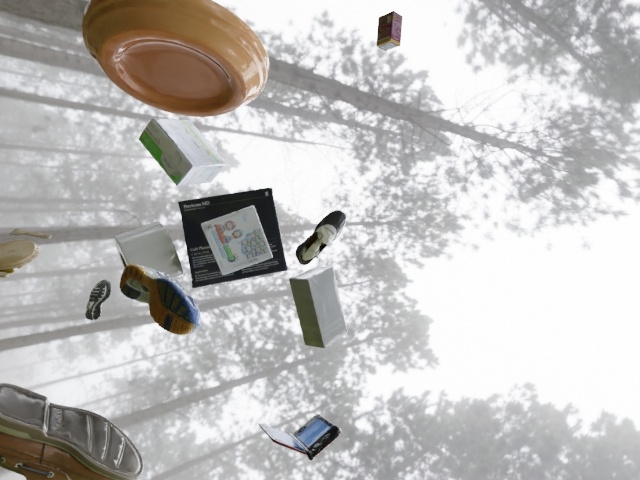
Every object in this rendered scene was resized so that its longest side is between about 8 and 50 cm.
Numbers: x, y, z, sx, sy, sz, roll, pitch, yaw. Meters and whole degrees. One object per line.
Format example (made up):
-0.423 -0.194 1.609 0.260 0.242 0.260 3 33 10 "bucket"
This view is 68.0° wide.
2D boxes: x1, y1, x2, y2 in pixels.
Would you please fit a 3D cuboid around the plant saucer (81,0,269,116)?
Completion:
-0.158 -0.193 0.526 0.200 0.200 0.037 -10 -111 41 "plant saucer"

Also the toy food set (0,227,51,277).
-0.794 0.042 1.223 0.132 0.192 0.039 9 -55 6 "toy food set"

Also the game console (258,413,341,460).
-0.046 0.393 0.997 0.085 0.124 0.144 58 -20 -6 "game console"

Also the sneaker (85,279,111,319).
-0.498 0.125 1.057 0.109 0.040 0.044 -56 -143 22 "sneaker"

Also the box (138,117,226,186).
-0.557 -0.364 1.937 0.127 0.231 0.262 -44 -98 25 "box"

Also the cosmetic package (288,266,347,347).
-0.006 0.213 1.540 0.107 0.127 0.238 -6 -80 46 "cosmetic package"

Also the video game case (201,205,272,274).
-0.217 0.001 1.245 0.019 0.143 0.157 -119 -170 -62 "video game case"

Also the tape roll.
-0.635 0.070 1.756 0.246 0.169 0.246 43 -34 38 "tape roll"

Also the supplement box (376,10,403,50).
0.185 -0.562 1.277 0.055 0.043 0.083 4 -91 51 "supplement box"

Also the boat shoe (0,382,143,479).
-0.454 0.354 0.815 0.104 0.307 0.111 -44 -153 3 "boat shoe"

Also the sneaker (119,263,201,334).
-0.377 0.139 1.204 0.296 0.131 0.112 29 -83 34 "sneaker"

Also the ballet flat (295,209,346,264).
0.000 0.000 1.327 0.203 0.074 0.074 -44 -116 29 "ballet flat"

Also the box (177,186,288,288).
-0.319 -0.003 1.746 0.179 0.343 0.313 141 -61 -77 "box"
